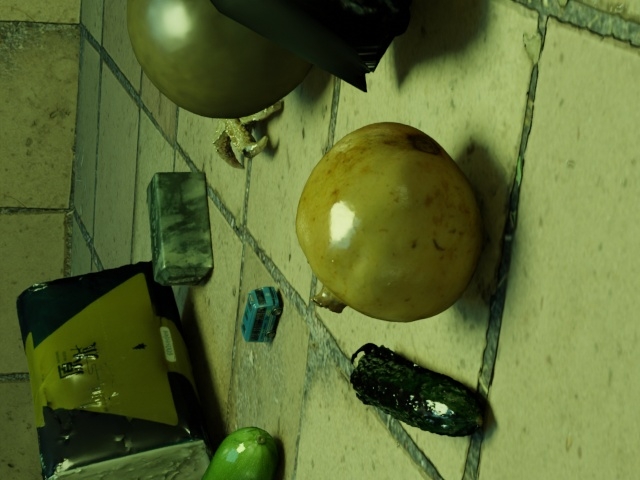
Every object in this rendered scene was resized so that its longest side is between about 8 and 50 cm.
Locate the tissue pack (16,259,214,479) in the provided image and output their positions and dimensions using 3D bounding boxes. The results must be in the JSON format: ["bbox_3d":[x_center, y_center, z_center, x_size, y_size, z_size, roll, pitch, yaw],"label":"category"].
[{"bbox_3d":[-0.334,0.267,2.154,0.253,0.264,0.416,82,172,-48],"label":"tissue pack"}]

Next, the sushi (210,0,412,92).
[{"bbox_3d":[0.010,-0.297,1.283,0.212,0.215,0.227,-59,-2,-4],"label":"sushi"}]

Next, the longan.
[{"bbox_3d":[-0.115,-0.279,1.593,0.258,0.258,0.258,179,90,-71],"label":"longan"}]

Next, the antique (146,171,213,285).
[{"bbox_3d":[-0.236,-0.016,2.172,0.088,0.086,0.183,134,132,-64],"label":"antique"}]

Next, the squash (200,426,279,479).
[{"bbox_3d":[-0.138,0.385,1.898,0.378,0.101,0.101,112,150,-50],"label":"squash"}]

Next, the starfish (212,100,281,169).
[{"bbox_3d":[-0.117,-0.187,1.870,0.238,0.071,0.216,-112,33,-58],"label":"starfish"}]

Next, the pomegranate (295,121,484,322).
[{"bbox_3d":[0.058,-0.005,1.210,0.196,0.196,0.196,179,90,-71],"label":"pomegranate"}]

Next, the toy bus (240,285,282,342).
[{"bbox_3d":[-0.084,0.103,1.807,0.083,0.046,0.038,107,154,-43],"label":"toy bus"}]

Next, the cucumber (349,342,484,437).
[{"bbox_3d":[0.089,0.152,1.291,0.245,0.067,0.067,-166,76,-71],"label":"cucumber"}]
